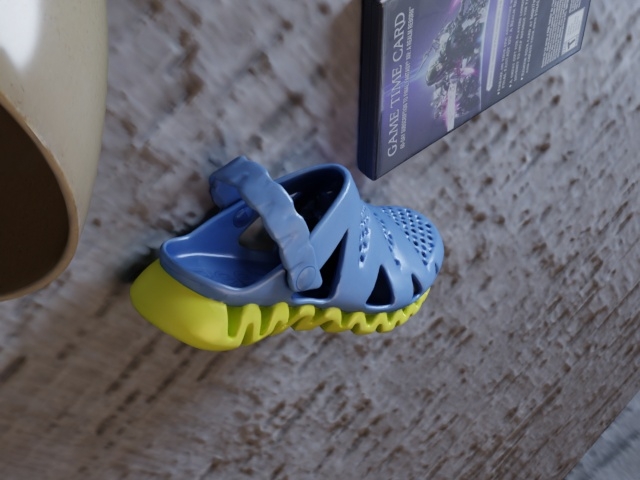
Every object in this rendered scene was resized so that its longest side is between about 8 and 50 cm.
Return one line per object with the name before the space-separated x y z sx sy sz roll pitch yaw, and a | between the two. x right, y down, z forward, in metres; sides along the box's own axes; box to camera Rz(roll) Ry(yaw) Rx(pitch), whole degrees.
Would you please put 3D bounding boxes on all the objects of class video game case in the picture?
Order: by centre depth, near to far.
video game case | 0.142 -0.187 1.063 0.274 0.026 0.196 -32 146 -25

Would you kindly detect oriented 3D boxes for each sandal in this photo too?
sandal | 0.000 0.000 0.998 0.317 0.126 0.138 -8 127 -50

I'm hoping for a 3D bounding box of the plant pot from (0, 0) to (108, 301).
plant pot | -0.203 -0.122 0.487 0.284 0.284 0.190 69 32 -57
